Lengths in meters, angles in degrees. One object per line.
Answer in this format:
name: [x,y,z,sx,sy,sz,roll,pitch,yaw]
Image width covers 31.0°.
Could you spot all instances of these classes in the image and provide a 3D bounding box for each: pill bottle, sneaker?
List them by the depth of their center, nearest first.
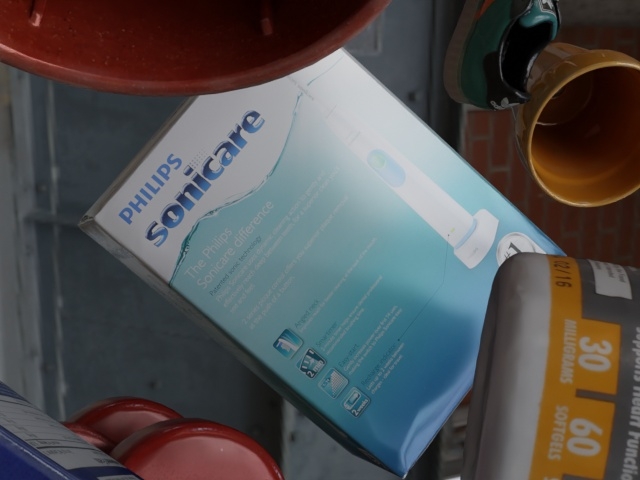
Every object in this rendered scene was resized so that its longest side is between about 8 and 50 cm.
pill bottle: [0.214,0.102,0.567,0.162,0.278,0.162,8,90,-85]
sneaker: [0.246,-0.304,1.392,0.121,0.108,0.302,20,-79,47]

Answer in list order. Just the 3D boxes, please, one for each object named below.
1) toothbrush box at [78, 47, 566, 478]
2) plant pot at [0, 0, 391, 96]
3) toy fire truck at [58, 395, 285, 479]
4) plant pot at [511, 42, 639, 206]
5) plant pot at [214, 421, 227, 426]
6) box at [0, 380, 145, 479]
toothbrush box: [0.000,0.000,0.878,0.295,0.216,0.126,40,-12,-13]
plant pot: [-0.084,-0.261,0.586,0.272,0.272,0.265,121,-25,-52]
toy fire truck: [-0.077,0.239,0.615,0.254,0.302,0.169,-58,-162,-15]
plant pot: [0.345,-0.177,1.569,0.188,0.205,0.205,-112,-153,-59]
plant pot: [-0.139,0.354,1.173,0.229,0.263,0.263,53,-36,24]
box: [-0.078,0.099,0.407,0.036,0.225,0.136,-58,174,-9]
